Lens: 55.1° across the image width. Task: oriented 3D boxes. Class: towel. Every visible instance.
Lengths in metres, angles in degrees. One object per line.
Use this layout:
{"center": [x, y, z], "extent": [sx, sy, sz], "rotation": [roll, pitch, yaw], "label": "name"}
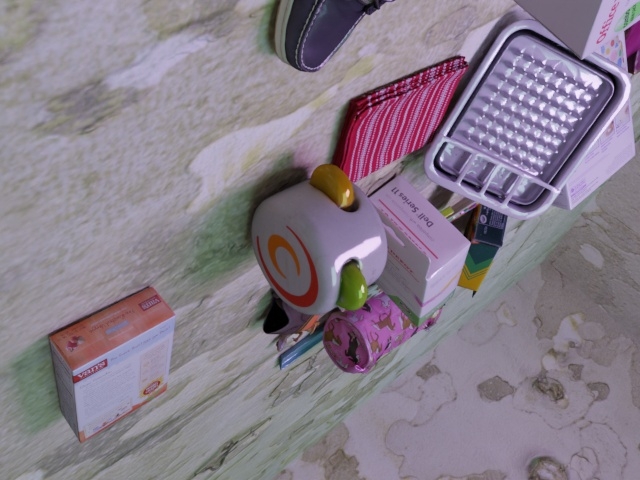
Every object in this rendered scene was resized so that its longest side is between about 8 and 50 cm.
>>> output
{"center": [0.127, -0.189, 1.025], "extent": [0.274, 0.031, 0.199], "rotation": [-30, 155, -32], "label": "towel"}

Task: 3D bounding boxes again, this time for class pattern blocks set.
{"center": [0.342, -0.082, 1.449], "extent": [0.285, 0.026, 0.325], "rotation": [-26, 172, -33], "label": "pattern blocks set"}

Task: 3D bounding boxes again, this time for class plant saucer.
{"center": [-0.029, 0.260, 1.568], "extent": [0.192, 0.018, 0.067], "rotation": [-31, 155, -26], "label": "plant saucer"}

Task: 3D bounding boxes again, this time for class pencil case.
{"center": [0.171, 0.208, 1.607], "extent": [0.386, 0.167, 0.160], "rotation": [-21, 133, -45], "label": "pencil case"}

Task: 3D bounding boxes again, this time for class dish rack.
{"center": [0.375, -0.222, 1.153], "extent": [0.072, 0.285, 0.333], "rotation": [-93, -152, -58], "label": "dish rack"}

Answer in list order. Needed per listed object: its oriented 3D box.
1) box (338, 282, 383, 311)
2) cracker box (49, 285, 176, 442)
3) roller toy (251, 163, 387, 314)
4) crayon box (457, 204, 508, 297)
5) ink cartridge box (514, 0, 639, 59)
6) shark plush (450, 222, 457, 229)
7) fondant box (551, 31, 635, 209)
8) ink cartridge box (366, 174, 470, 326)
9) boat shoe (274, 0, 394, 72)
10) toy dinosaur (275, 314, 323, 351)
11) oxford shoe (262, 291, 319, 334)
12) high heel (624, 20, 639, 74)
{"center": [0.157, 0.078, 1.481], "extent": [0.323, 0.067, 0.063], "rotation": [-20, 149, -38], "label": "box"}
{"center": [-0.302, 0.186, 0.905], "extent": [0.155, 0.067, 0.232], "rotation": [-28, 154, -36], "label": "cracker box"}
{"center": [0.000, 0.000, 0.934], "extent": [0.146, 0.210, 0.191], "rotation": [-28, -172, -33], "label": "roller toy"}
{"center": [0.448, 0.006, 1.731], "extent": [0.319, 0.081, 0.202], "rotation": [91, 17, -59], "label": "crayon box"}
{"center": [0.403, -0.429, 0.816], "extent": [0.270, 0.197, 0.198], "rotation": [-35, 157, -4], "label": "ink cartridge box"}
{"center": [0.319, 0.016, 1.723], "extent": [0.161, 0.073, 0.067], "rotation": [-33, 135, 13], "label": "shark plush"}
{"center": [0.540, -0.267, 1.293], "extent": [0.238, 0.096, 0.331], "rotation": [-36, 124, -20], "label": "fondant box"}
{"center": [0.181, 0.015, 1.239], "extent": [0.119, 0.207, 0.353], "rotation": [-37, 157, -13], "label": "ink cartridge box"}
{"center": [0.052, -0.290, 0.632], "extent": [0.285, 0.092, 0.102], "rotation": [-54, 156, 22], "label": "boat shoe"}
{"center": [-0.018, 0.175, 1.403], "extent": [0.211, 0.064, 0.112], "rotation": [-29, 173, -12], "label": "toy dinosaur"}
{"center": [-0.031, 0.099, 1.183], "extent": [0.098, 0.097, 0.271], "rotation": [-14, 144, -41], "label": "oxford shoe"}
{"center": [0.618, -0.421, 1.410], "extent": [0.377, 0.127, 0.181], "rotation": [-33, 127, -15], "label": "high heel"}
